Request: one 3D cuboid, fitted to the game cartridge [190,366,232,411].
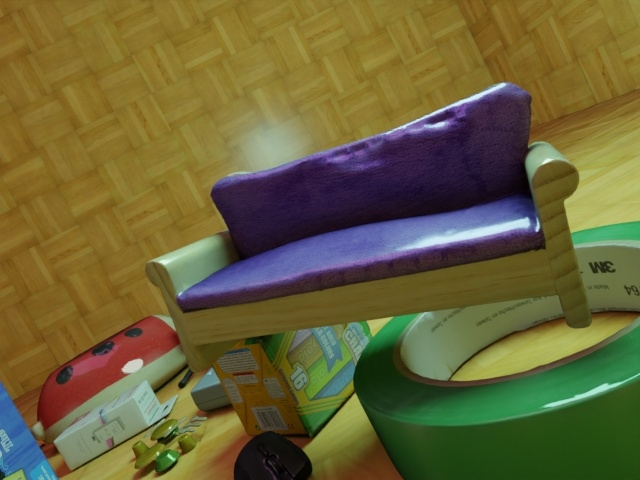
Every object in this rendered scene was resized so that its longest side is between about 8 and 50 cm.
[{"bbox_3d":[-0.092,0.202,0.863,0.198,0.062,0.297,-30,3,30],"label":"game cartridge"}]

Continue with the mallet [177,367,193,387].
[{"bbox_3d":[-0.288,0.284,1.110,0.062,0.039,0.190,-50,5,10],"label":"mallet"}]

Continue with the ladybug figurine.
[{"bbox_3d":[-0.510,0.326,1.183,0.305,0.162,0.449,-23,6,37],"label":"ladybug figurine"}]

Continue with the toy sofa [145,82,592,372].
[{"bbox_3d":[0.027,-0.006,0.425,0.362,0.177,0.150,-13,11,25],"label":"toy sofa"}]

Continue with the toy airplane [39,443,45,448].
[{"bbox_3d":[-0.689,0.508,1.042,0.151,0.028,0.151,-29,4,2],"label":"toy airplane"}]

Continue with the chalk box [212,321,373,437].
[{"bbox_3d":[-0.017,0.140,0.627,0.132,0.132,0.213,-22,7,43],"label":"chalk box"}]

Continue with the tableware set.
[{"bbox_3d":[-0.237,0.310,0.706,0.154,0.024,0.104,-22,11,42],"label":"tableware set"}]

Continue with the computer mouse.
[{"bbox_3d":[-0.027,0.217,0.416,0.071,0.041,0.242,-29,6,-28],"label":"computer mouse"}]

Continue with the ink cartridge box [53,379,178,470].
[{"bbox_3d":[-0.387,0.341,0.905,0.198,0.067,0.115,-28,4,-8],"label":"ink cartridge box"}]

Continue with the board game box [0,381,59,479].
[{"bbox_3d":[-0.411,0.260,0.430,0.066,0.319,0.318,-26,6,11],"label":"board game box"}]

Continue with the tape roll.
[{"bbox_3d":[0.187,0.087,0.406,0.321,0.077,0.321,-27,4,2],"label":"tape roll"}]
